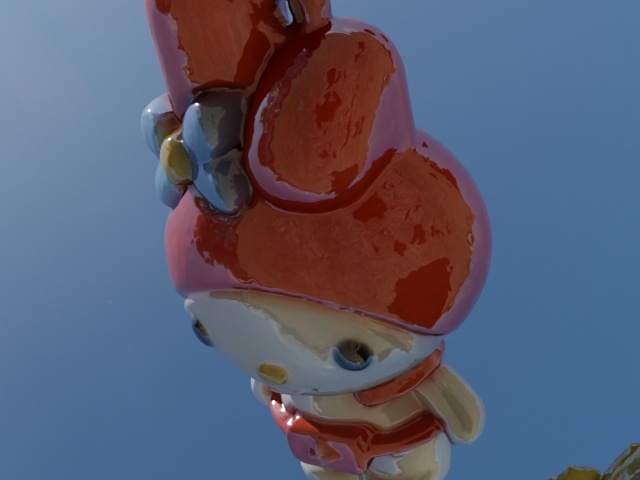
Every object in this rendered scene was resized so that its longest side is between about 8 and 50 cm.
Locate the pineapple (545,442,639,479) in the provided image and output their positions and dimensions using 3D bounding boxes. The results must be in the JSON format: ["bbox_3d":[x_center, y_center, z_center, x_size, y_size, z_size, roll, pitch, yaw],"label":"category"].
[{"bbox_3d":[0.147,0.120,0.295,0.114,0.236,0.186,39,-94,-18],"label":"pineapple"}]

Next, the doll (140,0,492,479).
[{"bbox_3d":[0.000,0.000,0.419,0.130,0.160,0.291,-46,-48,-43],"label":"doll"}]
